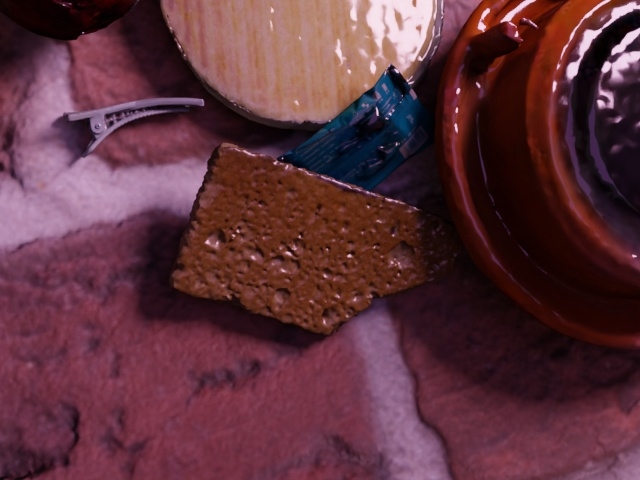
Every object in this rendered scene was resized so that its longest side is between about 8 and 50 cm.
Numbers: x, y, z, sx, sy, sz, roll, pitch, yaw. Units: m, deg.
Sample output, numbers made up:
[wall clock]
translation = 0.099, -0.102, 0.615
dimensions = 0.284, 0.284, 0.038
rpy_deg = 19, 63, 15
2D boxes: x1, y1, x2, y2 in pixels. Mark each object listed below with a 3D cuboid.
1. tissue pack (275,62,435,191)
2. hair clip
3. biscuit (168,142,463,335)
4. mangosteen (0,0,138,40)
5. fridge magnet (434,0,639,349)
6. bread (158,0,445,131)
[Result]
[tissue pack]
translation = 0.033, -0.078, 0.896
dimensions = 0.138, 0.028, 0.085
rpy_deg = -39, 118, 2
[hair clip]
translation = -0.153, -0.099, 0.872
dimensions = 0.115, 0.030, 0.039
rpy_deg = -14, 107, -16
[biscuit]
translation = 0.000, 0.012, 0.886
dimensions = 0.236, 0.026, 0.131
rpy_deg = 18, 97, -20
[mangosteen]
translation = -0.196, -0.248, 0.815
dimensions = 0.180, 0.166, 0.166
rpy_deg = -40, 96, -31
[fridge magnet]
translation = 0.272, -0.086, 0.929
dimensions = 0.363, 0.155, 0.364
rpy_deg = 3, 82, -20
[bread]
translation = -0.016, -0.220, 0.920
dimensions = 0.266, 0.040, 0.267
rpy_deg = 2, 83, -17
